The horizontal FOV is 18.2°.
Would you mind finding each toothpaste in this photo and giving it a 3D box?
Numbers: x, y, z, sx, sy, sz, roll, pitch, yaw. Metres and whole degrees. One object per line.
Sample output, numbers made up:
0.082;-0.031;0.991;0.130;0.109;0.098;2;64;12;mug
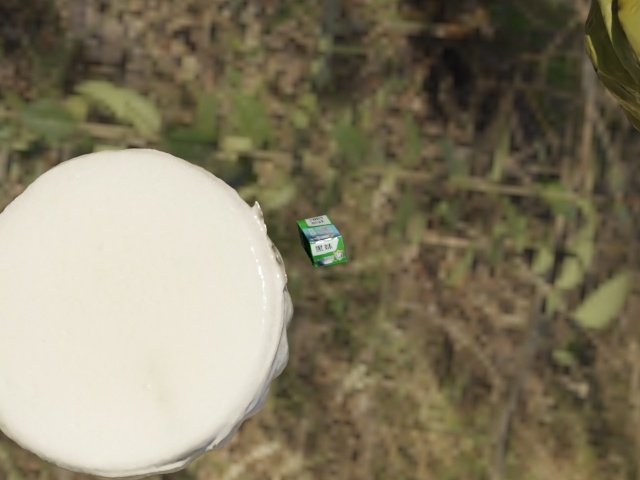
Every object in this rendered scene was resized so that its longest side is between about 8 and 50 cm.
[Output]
0.000;0.000;1.172;0.083;0.020;0.017;-122;-160;-79;toothpaste

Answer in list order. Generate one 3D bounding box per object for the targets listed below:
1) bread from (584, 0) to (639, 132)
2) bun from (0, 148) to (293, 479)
0.151;-0.078;0.414;0.088;0.232;0.128;-12;86;-47;bread
-0.139;0.068;1.587;0.175;0.263;0.263;49;51;-74;bun
